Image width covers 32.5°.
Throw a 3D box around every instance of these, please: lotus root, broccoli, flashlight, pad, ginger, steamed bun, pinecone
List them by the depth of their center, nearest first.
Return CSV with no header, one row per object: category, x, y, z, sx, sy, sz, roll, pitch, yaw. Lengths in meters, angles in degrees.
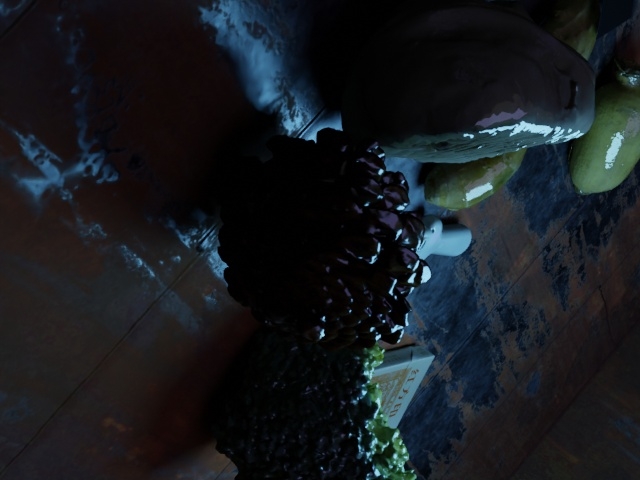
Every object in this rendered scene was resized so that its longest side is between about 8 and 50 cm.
pinecone,0.004,-0.003,1.403,0.242,0.295,0.298,3,156,-36
steamed bun,0.194,-0.223,1.468,0.324,0.310,0.219,-5,89,-29
broccoli,-0.008,0.279,1.759,0.293,0.347,0.281,-13,170,23
ginger,0.324,-0.232,1.780,0.348,0.122,0.363,-25,131,-25
pad,0.504,-0.432,1.825,0.245,0.006,0.170,-35,135,-56
flashlight,0.207,-0.004,1.936,0.200,0.047,0.093,-1,123,-57
lotus root,0.572,-0.207,2.140,0.146,0.131,0.303,-26,141,-40

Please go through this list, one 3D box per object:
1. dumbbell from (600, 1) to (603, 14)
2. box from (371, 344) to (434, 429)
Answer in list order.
dumbbell,0.495,-0.395,1.922,0.083,0.040,0.036,-37,117,-26
box,0.062,0.309,2.063,0.365,0.051,0.204,-5,126,-53
